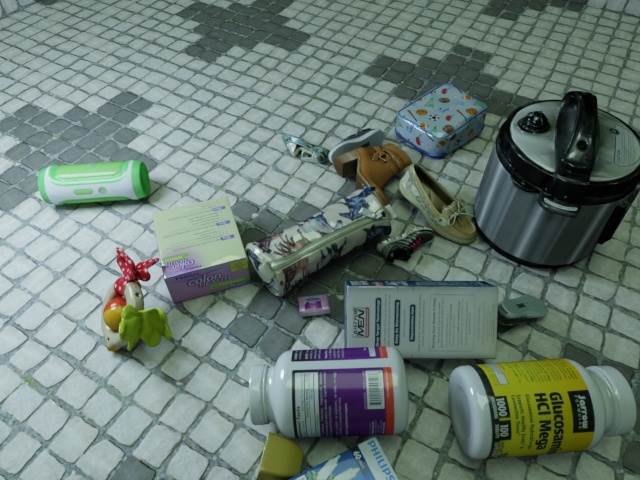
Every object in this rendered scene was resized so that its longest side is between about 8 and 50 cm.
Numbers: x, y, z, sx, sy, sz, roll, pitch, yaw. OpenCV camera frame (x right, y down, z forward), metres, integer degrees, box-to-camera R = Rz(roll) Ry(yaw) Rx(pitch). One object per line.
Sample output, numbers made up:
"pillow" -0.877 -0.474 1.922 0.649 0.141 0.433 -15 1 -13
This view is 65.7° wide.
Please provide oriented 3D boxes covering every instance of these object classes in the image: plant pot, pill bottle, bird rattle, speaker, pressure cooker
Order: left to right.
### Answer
"speaker" -0.688 -0.178 1.519 0.297 0.131 0.131 -5 50 -4
"bird rattle" -0.479 0.156 1.202 0.143 0.207 0.253 7 50 -55
"plant pot" -0.080 0.455 1.021 0.083 0.081 0.081 15 51 -1
"pill bottle" 0.018 0.323 1.058 0.323 0.181 0.181 -3 50 2
"pill bottle" 0.456 0.346 1.039 0.334 0.188 0.188 -4 50 -3
"pressure cooker" 0.627 -0.171 1.325 0.376 0.420 0.370 -16 51 -14

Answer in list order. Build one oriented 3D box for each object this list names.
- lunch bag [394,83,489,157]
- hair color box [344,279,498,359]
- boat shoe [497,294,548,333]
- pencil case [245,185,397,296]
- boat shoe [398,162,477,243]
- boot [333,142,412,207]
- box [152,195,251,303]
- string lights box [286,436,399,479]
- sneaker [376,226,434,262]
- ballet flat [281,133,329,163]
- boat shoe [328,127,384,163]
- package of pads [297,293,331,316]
"lunch bag" 0.423 -0.430 1.744 0.303 0.115 0.243 -34 55 -24
"hair color box" 0.231 0.184 1.176 0.347 0.105 0.173 1 94 -1
"boat shoe" 0.495 0.188 1.260 0.183 0.083 0.065 3 44 -34
"pencil case" 0.000 0.000 1.333 0.410 0.183 0.160 -28 87 -23
"boat shoe" 0.351 -0.106 1.459 0.285 0.089 0.104 43 57 13
"boot" 0.198 -0.205 1.572 0.220 0.109 0.283 -19 45 -20
"box" -0.326 0.020 1.359 0.214 0.117 0.243 -15 51 -13
"string lights box" 0.024 0.511 0.972 0.260 0.076 0.133 -20 52 -17
"sneaker" 0.249 0.018 1.399 0.170 0.063 0.074 -18 52 -8
"ballet flat" -0.061 -0.306 1.671 0.188 0.070 0.070 22 53 21
"boat shoe" 0.110 -0.327 1.682 0.228 0.080 0.076 -32 40 -21
"package of pads" -0.016 0.170 1.288 0.083 0.032 0.050 -5 49 -5
